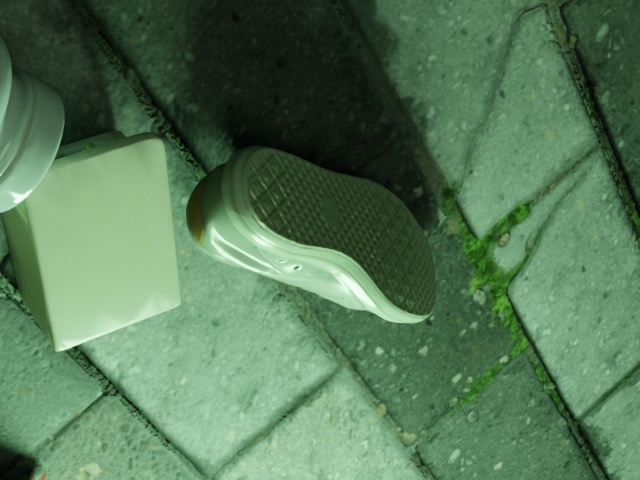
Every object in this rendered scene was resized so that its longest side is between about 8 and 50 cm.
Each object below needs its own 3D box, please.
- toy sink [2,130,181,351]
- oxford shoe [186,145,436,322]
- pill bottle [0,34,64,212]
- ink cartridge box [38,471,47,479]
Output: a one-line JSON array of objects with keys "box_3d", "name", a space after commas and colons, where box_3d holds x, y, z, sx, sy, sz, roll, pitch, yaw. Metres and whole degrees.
[{"box_3d": [-0.253, -0.026, 1.362, 0.153, 0.131, 0.234, -22, 133, -23], "name": "toy sink"}, {"box_3d": [0.000, 0.000, 1.568, 0.130, 0.169, 0.449, -17, 155, 33], "name": "oxford shoe"}, {"box_3d": [-0.404, -0.150, 1.137, 0.334, 0.188, 0.188, 29, 99, -42], "name": "pill bottle"}, {"box_3d": [-0.413, 0.501, 1.486, 0.091, 0.308, 0.385, 28, 105, 1], "name": "ink cartridge box"}]
